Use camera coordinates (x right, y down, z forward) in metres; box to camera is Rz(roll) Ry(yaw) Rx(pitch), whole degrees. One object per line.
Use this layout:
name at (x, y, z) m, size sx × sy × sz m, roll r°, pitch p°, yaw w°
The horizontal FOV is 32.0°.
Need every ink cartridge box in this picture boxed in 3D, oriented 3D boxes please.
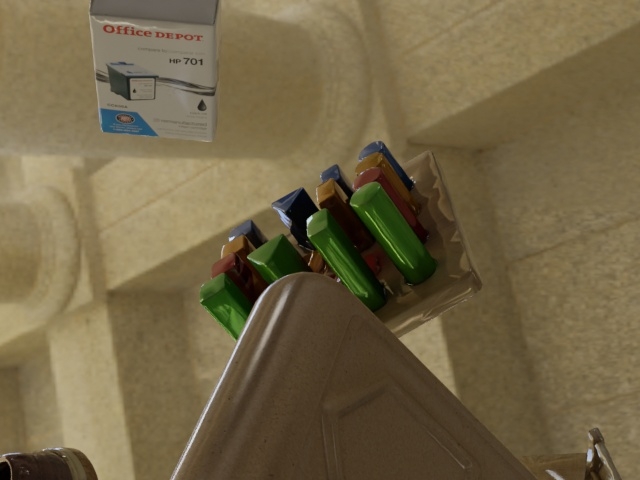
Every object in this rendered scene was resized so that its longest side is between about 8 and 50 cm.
ink cartridge box at (-0.185, -0.209, 1.277) m, size 0.191 × 0.139 × 0.082 m, roll 98°, pitch -4°, yaw -55°

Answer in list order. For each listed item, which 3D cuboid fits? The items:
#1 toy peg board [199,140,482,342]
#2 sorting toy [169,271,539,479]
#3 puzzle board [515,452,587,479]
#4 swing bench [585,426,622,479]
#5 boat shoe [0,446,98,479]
toy peg board at (0.000, 0.000, 0.699) m, size 0.161 × 0.079 × 0.161 m, roll -30°, pitch -152°, yaw 13°
sorting toy at (0.032, 0.134, 0.360) m, size 0.208 × 0.193 × 0.038 m, roll 42°, pitch -52°, yaw -14°
puzzle board at (0.262, 0.299, 1.320) m, size 0.096 × 0.128 × 0.011 m, roll -8°, pitch -61°, yaw 23°
swing bench at (0.279, 0.400, 1.410) m, size 0.253 × 0.254 × 0.165 m, roll -106°, pitch -169°, yaw -50°
boat shoe at (-0.351, 0.323, 1.038) m, size 0.342 × 0.123 × 0.123 m, roll -47°, pitch -122°, yaw 12°
